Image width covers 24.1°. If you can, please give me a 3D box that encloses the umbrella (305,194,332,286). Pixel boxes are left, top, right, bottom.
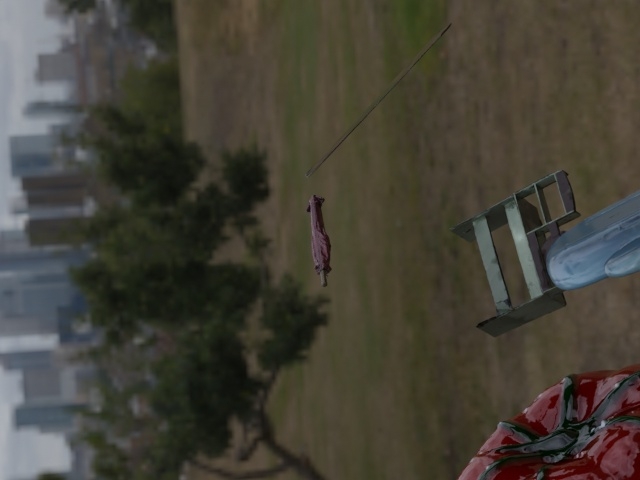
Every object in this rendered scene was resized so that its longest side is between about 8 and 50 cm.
[{"bbox_3d":[0.000,0.000,1.926,0.165,0.025,0.027,-97,16,-45],"label":"umbrella"}]

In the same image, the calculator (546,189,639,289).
[{"bbox_3d":[0.299,-0.014,1.415,0.042,0.188,0.303,63,-170,-1],"label":"calculator"}]

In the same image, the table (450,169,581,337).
[{"bbox_3d":[0.262,0.017,1.877,0.062,0.175,0.146,27,-137,-50],"label":"table"}]

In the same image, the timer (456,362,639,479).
[{"bbox_3d":[0.344,0.321,1.770,0.279,0.378,0.378,56,177,-13],"label":"timer"}]

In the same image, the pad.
[{"bbox_3d":[0.072,-0.181,1.954,0.004,0.267,0.181,43,-179,-4],"label":"pad"}]
